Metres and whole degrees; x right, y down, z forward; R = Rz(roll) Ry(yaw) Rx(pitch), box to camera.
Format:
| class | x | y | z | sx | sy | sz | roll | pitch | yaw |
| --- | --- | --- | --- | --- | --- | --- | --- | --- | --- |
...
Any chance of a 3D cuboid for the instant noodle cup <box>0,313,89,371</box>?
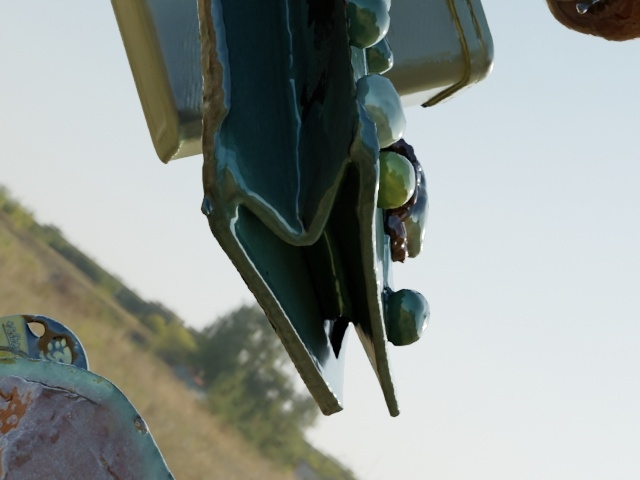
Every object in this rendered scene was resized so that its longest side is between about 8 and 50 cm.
| class | x | y | z | sx | sy | sz | roll | pitch | yaw |
| --- | --- | --- | --- | --- | --- | --- | --- | --- | --- |
| instant noodle cup | -0.296 | 0.226 | 1.420 | 0.215 | 0.215 | 0.236 | 31 | -22 | 37 |

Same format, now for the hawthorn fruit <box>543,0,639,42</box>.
| class | x | y | z | sx | sy | sz | roll | pitch | yaw |
| --- | --- | --- | --- | --- | --- | --- | --- | --- | --- |
| hawthorn fruit | 0.329 | -0.312 | 1.472 | 0.215 | 0.249 | 0.215 | 17 | -40 | 15 |

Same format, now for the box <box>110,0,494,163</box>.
| class | x | y | z | sx | sy | sz | roll | pitch | yaw |
| --- | --- | --- | --- | --- | --- | --- | --- | --- | --- |
| box | -0.042 | -0.284 | 1.412 | 0.177 | 0.344 | 0.352 | 156 | -83 | -75 |

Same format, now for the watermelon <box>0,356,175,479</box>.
| class | x | y | z | sx | sy | sz | roll | pitch | yaw |
| --- | --- | --- | --- | --- | --- | --- | --- | --- | --- |
| watermelon | -0.250 | 0.265 | 1.112 | 0.283 | 0.292 | 0.250 | -23 | -50 | 27 |

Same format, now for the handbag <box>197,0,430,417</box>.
| class | x | y | z | sx | sy | sz | roll | pitch | yaw |
| --- | --- | --- | --- | --- | --- | --- | --- | --- | --- |
| handbag | 0.005 | -0.076 | 0.715 | 0.274 | 0.100 | 0.269 | 72 | 10 | -57 |
